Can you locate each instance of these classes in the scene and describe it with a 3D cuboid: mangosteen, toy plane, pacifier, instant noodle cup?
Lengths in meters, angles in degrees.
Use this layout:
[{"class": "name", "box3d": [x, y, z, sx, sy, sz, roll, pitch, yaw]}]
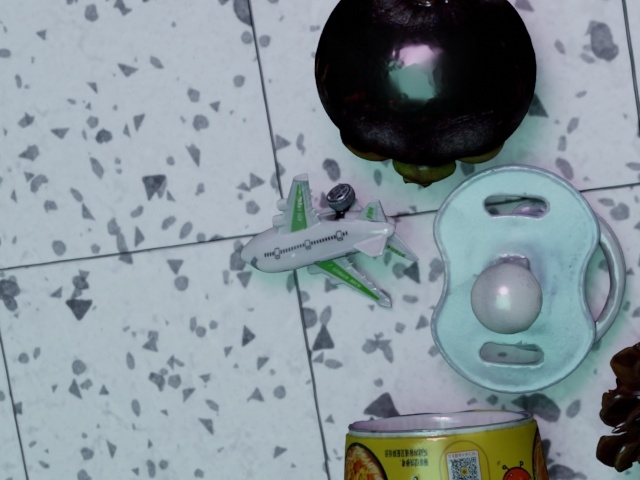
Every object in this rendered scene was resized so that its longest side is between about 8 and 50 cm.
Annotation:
[{"class": "mangosteen", "box3d": [0.130, -0.187, 1.643, 0.275, 0.275, 0.302, 17, 136, 16]}, {"class": "toy plane", "box3d": [0.002, -0.004, 1.769, 0.255, 0.101, 0.251, -7, 132, 34]}, {"class": "pacifier", "box3d": [0.250, 0.059, 1.627, 0.244, 0.233, 0.299, 2, 100, 16]}, {"class": "instant noodle cup", "box3d": [0.164, 0.355, 1.676, 0.326, 0.325, 0.254, -5, 86, 20]}]

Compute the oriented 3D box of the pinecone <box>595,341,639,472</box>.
[{"class": "pinecone", "box3d": [0.470, 0.249, 1.566, 0.242, 0.296, 0.298, -4, 132, -19]}]
